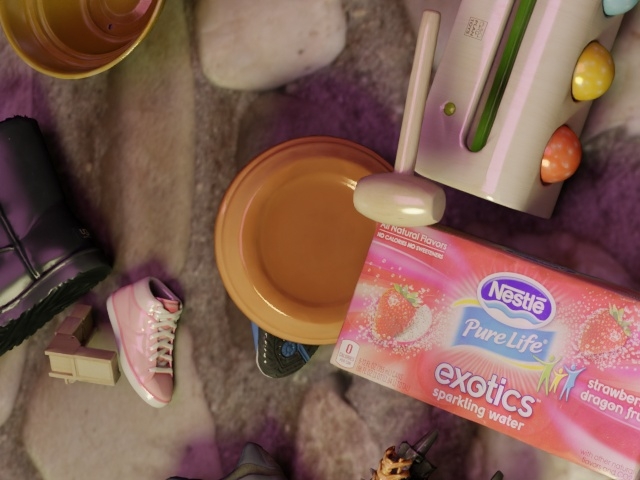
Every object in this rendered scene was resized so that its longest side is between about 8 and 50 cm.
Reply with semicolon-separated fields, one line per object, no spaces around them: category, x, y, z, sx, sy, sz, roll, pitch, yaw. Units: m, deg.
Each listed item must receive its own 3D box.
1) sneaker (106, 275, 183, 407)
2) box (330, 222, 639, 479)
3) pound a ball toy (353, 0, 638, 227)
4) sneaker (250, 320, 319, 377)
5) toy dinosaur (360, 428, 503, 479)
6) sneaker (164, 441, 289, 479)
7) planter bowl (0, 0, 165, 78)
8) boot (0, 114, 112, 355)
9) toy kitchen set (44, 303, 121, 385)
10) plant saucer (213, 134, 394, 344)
sneaker;-0.168;0.098;1.687;0.070;0.051;0.134;-32;67;27
box;0.184;0.090;1.454;0.300;0.142;0.154;21;94;27
pound a ball toy;0.173;-0.145;1.447;0.136;0.208;0.319;21;94;28
sneaker;-0.040;0.029;1.626;0.081;0.080;0.211;1;87;53
toy dinosaur;0.066;0.291;1.445;0.164;0.218;0.322;45;148;8
sneaker;-0.141;0.302;1.636;0.300;0.111;0.121;-27;63;17
planter bowl;-0.227;-0.269;1.733;0.217;0.090;0.217;-3;84;27
boot;-0.362;0.006;1.771;0.246;0.094;0.207;-35;74;13
toy kitchen set;-0.231;0.121;1.715;0.075;0.083;0.068;7;126;16
plant saucer;0.000;0.000;1.560;0.200;0.037;0.200;0;90;-6
